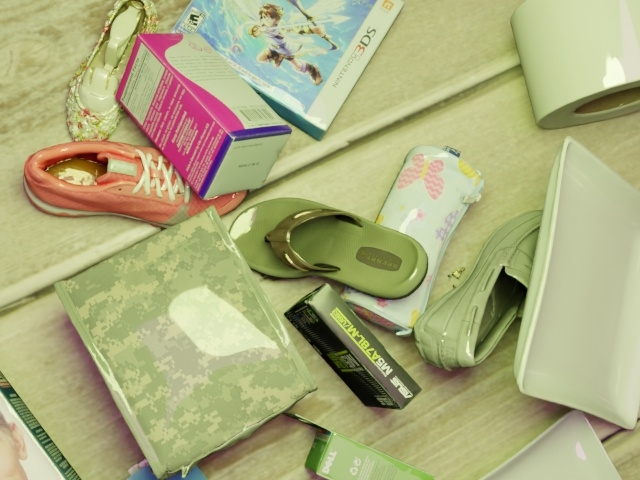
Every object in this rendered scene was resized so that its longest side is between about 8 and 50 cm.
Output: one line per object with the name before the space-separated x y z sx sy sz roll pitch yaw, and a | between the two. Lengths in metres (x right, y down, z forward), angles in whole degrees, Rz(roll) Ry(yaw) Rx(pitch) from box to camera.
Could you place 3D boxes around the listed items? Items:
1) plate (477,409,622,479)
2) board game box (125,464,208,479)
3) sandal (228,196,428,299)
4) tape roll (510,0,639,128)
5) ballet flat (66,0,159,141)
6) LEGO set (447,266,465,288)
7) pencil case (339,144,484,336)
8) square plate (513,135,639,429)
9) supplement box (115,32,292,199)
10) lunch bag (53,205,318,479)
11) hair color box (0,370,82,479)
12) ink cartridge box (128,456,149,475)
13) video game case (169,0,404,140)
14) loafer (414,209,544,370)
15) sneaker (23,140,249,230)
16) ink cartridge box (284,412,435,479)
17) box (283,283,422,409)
plate | 0.333 0.427 1.201 0.277 0.045 0.278 -28 87 -22
board game box | -0.202 0.359 1.128 0.133 0.033 0.169 -33 113 -4
sandal | 0.002 -0.001 1.152 0.302 0.086 0.120 10 77 28
tape roll | 0.419 -0.283 1.241 0.246 0.246 0.169 -11 84 -11
ballet flat | -0.301 -0.251 1.197 0.091 0.077 0.241 19 79 -7
LEGO set | 0.223 0.080 1.263 0.083 0.023 0.054 44 77 -1
pencil case | 0.132 -0.001 1.214 0.124 0.113 0.273 27 78 -1
square plate | 0.390 0.074 1.207 0.344 0.049 0.347 24 76 -43
supplement box | -0.162 -0.173 1.137 0.111 0.114 0.220 -15 57 -47
lunch bag | -0.169 0.140 1.102 0.235 0.169 0.287 -28 75 -12
hair color box | -0.402 0.336 1.074 0.174 0.105 0.347 -37 88 -13
ink cartridge box | -0.216 0.309 1.149 0.083 0.028 0.048 -34 88 -13
video game case | -0.049 -0.324 1.260 0.269 0.061 0.244 31 76 -4
loafer | 0.263 0.070 1.195 0.319 0.111 0.112 -45 125 -28
sneaker | -0.249 -0.077 1.148 0.313 0.136 0.116 0 82 -10
ink cartridge box | 0.040 0.305 1.153 0.209 0.109 0.062 25 77 -5
box | 0.037 0.147 1.136 0.045 0.190 0.184 -40 90 -15
